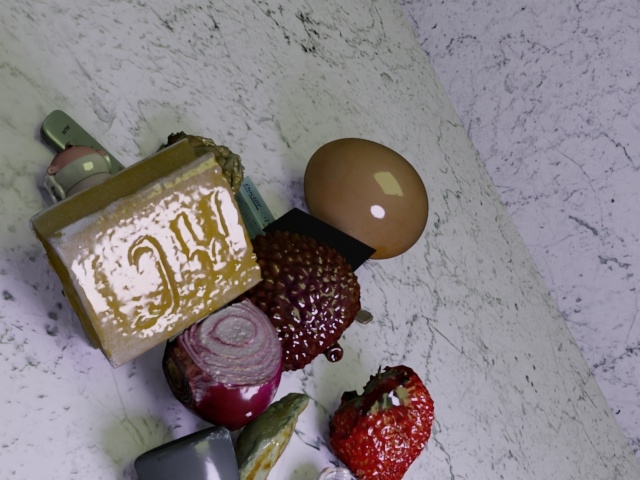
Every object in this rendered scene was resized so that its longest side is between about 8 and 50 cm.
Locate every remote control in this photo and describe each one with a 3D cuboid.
[{"bbox_3d":[-0.450,-0.143,1.722,0.309,0.038,0.090,45,34,-22],"label":"remote control"}]

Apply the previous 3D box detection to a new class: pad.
[{"bbox_3d":[0.000,0.000,1.990,0.243,0.004,0.164,28,33,17],"label":"pad"}]

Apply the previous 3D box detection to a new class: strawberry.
[{"bbox_3d":[0.153,0.432,1.892,0.257,0.261,0.261,54,32,-1],"label":"strawberry"}]

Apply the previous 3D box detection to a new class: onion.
[{"bbox_3d":[-0.179,0.256,1.584,0.216,0.207,0.206,-24,69,-36],"label":"onion"}]

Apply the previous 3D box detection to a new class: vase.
[{"bbox_3d":[-0.193,0.499,1.441,0.173,0.173,0.321,-10,78,-57],"label":"vase"}]

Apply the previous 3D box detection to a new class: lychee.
[{"bbox_3d":[-0.061,0.130,1.800,0.330,0.306,0.306,50,30,10],"label":"lychee"}]

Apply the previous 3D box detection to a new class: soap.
[{"bbox_3d":[-0.299,0.018,1.480,0.335,0.156,0.293,-30,125,-25],"label":"soap"}]

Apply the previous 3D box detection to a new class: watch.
[{"bbox_3d":[0.039,0.075,2.055,0.268,0.164,0.102,30,23,26],"label":"watch"}]

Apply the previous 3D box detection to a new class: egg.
[{"bbox_3d":[0.123,-0.114,2.245,0.374,0.301,0.301,38,37,-28],"label":"egg"}]

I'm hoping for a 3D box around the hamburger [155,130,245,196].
[{"bbox_3d":[-0.286,-0.146,1.897,0.206,0.130,0.183,27,39,-13],"label":"hamburger"}]

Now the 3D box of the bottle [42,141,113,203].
[{"bbox_3d":[-0.435,-0.081,1.602,0.236,0.147,0.148,55,31,9],"label":"bottle"}]

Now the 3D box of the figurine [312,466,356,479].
[{"bbox_3d":[0.052,0.559,1.738,0.237,0.141,0.162,24,56,-42],"label":"figurine"}]

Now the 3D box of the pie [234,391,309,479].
[{"bbox_3d":[-0.113,0.394,1.623,0.090,0.201,0.248,33,26,5],"label":"pie"}]

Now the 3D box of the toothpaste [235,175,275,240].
[{"bbox_3d":[-0.137,-0.004,2.019,0.312,0.071,0.089,59,28,1],"label":"toothpaste"}]
